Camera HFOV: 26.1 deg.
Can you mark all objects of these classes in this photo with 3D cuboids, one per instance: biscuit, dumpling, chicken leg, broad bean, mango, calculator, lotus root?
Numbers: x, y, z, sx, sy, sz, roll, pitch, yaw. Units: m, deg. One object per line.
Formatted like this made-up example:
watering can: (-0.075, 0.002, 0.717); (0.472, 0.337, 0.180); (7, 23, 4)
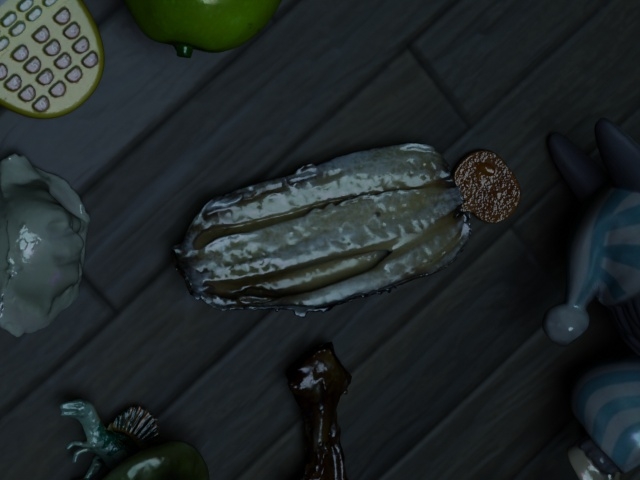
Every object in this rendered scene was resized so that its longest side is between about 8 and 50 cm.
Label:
biscuit: (0.188, -0.059, 1.592); (0.078, 0.015, 0.091); (-38, 107, -6)
dumpling: (-0.289, 0.005, 1.420); (0.127, 0.108, 0.188); (1, 82, -40)
chicken leg: (0.000, 0.266, 1.562); (0.113, 0.093, 0.304); (0, 92, -34)
broad bean: (-0.187, 0.310, 1.492); (0.153, 0.072, 0.207); (-16, 114, -32)
mango: (-0.130, -0.358, 1.371); (0.192, 0.156, 0.343); (-14, 101, -17)
calculator: (-0.321, -0.227, 1.401); (0.146, 0.032, 0.235); (-43, 110, -6)
lotus root: (-0.001, 0.000, 1.519); (0.329, 0.078, 0.167); (-12, 80, -13)

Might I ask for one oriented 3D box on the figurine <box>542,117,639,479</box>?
figurine: (0.369, 0.045, 1.604); (0.361, 0.266, 0.378); (-39, 75, 19)

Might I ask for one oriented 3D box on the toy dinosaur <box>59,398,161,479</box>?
toy dinosaur: (-0.211, 0.232, 1.511); (0.187, 0.044, 0.106); (18, 91, -24)
